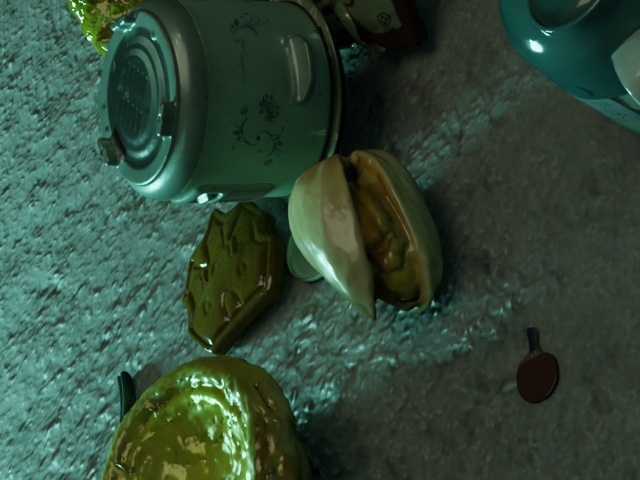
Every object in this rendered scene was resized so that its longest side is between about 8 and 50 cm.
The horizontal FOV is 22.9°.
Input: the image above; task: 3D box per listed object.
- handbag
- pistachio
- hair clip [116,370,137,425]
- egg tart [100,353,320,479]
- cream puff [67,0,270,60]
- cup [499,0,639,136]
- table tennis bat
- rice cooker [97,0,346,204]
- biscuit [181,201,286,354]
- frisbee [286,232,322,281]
[{"bbox_3d":[0.036,-0.350,1.966,0.127,0.235,0.213,-27,16,-30],"label":"handbag"},{"bbox_3d":[0.050,-0.006,1.764,0.157,0.157,0.229,-44,45,20],"label":"pistachio"},{"bbox_3d":[-0.252,0.265,2.025,0.070,0.039,0.229,-27,43,35],"label":"hair clip"},{"bbox_3d":[-0.119,0.298,1.760,0.345,0.132,0.345,-29,46,35],"label":"egg tart"},{"bbox_3d":[-0.210,-0.352,2.161,0.274,0.270,0.323,-21,26,-3],"label":"cream puff"},{"bbox_3d":[0.317,-0.200,1.492,0.219,0.257,0.290,-43,40,30],"label":"cup"},{"bbox_3d":[0.217,0.125,1.591,0.050,0.007,0.083,-29,49,36],"label":"table tennis bat"},{"bbox_3d":[-0.107,-0.172,1.936,0.316,0.316,0.264,-19,76,41],"label":"rice cooker"},{"bbox_3d":[-0.118,0.032,2.008,0.182,0.034,0.215,-47,37,23],"label":"biscuit"},{"bbox_3d":[0.000,0.000,1.919,0.110,0.014,0.110,-29,48,36],"label":"frisbee"}]
